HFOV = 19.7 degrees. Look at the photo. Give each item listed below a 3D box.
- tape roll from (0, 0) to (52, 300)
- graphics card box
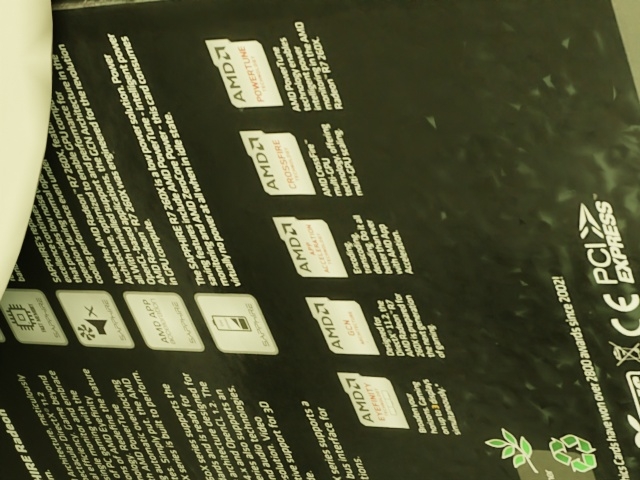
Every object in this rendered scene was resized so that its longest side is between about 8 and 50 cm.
[{"bbox_3d":[-0.205,-0.051,0.439,0.169,0.246,0.246,-2,162,33],"label":"tape roll"},{"bbox_3d":[0.000,0.000,0.577,0.371,0.094,0.233,0,126,35],"label":"graphics card box"}]
